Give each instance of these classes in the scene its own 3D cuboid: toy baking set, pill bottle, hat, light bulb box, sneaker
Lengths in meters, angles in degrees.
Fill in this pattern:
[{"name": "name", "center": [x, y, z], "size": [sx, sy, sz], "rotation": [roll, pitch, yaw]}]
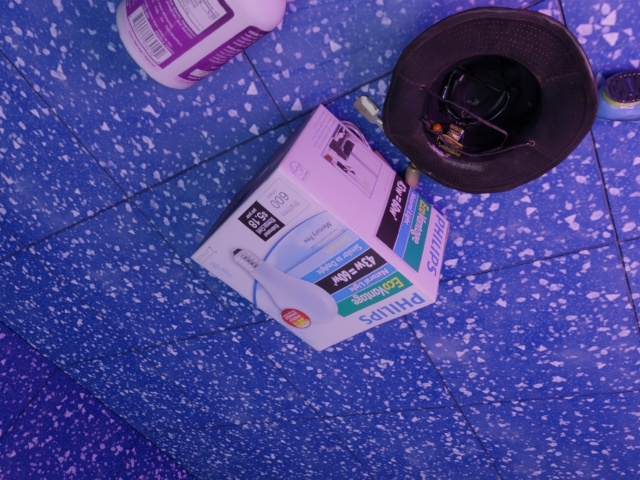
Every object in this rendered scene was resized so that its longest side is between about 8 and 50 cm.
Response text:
[{"name": "toy baking set", "center": [0.106, -0.150, 0.895], "size": [0.196, 0.030, 0.256], "rotation": [18, 131, 2]}, {"name": "pill bottle", "center": [-0.162, -0.380, 0.698], "size": [0.301, 0.169, 0.169], "rotation": [-20, 120, 29]}, {"name": "hat", "center": [0.265, -0.231, 0.712], "size": [0.330, 0.134, 0.331], "rotation": [21, 148, 14]}, {"name": "light bulb box", "center": [0.000, 0.000, 0.905], "size": [0.361, 0.225, 0.357], "rotation": [39, 136, -15]}, {"name": "sneaker", "center": [0.532, -0.222, 0.693], "size": [0.209, 0.069, 0.082], "rotation": [-3, 161, 9]}]
